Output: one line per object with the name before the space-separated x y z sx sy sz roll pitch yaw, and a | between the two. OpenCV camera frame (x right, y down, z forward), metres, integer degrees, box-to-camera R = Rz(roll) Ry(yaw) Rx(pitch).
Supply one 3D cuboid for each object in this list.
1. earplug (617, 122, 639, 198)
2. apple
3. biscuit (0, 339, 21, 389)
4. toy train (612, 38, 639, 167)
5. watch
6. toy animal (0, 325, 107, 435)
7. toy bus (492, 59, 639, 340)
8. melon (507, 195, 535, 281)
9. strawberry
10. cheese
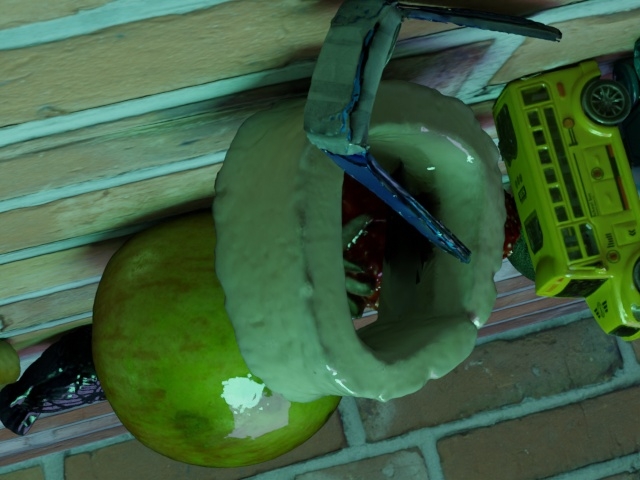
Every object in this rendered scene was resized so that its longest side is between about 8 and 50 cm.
earplug | 0.473 -0.111 1.866 0.324 0.185 0.185 7 -178 32
apple | -0.122 0.124 1.852 0.340 0.339 0.339 -16 167 -4
biscuit | -0.612 0.242 2.269 0.213 0.091 0.274 -10 168 -36
toy train | 0.425 -0.167 1.701 0.107 0.154 0.198 -11 167 -11
watch | 0.115 -0.154 1.358 0.068 0.276 0.274 9 162 43
toy animal | -0.394 0.213 2.353 0.298 0.122 0.185 -24 175 -23
toy bus | 0.315 -0.037 1.713 0.152 0.330 0.144 -12 167 -8
melon | 0.380 -0.013 2.242 0.182 0.182 0.288 -23 166 26
strawberry | 0.114 -0.052 1.719 0.306 0.233 0.137 -24 151 -27
cheese | 0.048 0.006 1.478 0.292 0.332 0.153 8 173 -39
